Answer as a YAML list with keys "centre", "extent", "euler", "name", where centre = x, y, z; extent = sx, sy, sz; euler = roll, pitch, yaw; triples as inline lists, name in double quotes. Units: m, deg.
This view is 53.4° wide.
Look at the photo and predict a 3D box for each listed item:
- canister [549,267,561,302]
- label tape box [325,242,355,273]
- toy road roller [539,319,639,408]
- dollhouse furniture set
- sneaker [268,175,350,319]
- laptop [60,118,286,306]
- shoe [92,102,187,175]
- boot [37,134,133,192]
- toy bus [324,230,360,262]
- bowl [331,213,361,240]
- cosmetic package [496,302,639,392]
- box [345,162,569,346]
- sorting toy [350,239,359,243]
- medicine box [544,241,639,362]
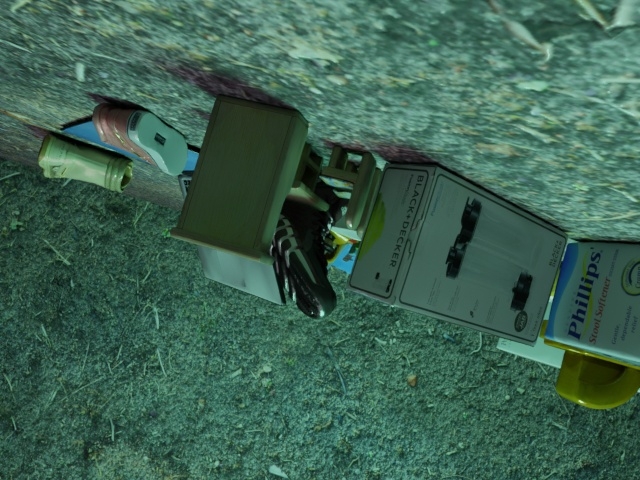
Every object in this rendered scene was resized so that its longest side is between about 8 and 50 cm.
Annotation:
- centre: [0.368, 0.064, 1.202]
  extent: [0.170, 0.073, 0.126]
  euler: [14, -176, 9]
  name: "canister"
- centre: [-0.062, 0.053, 1.754]
  extent: [0.348, 0.115, 0.249]
  euler: [20, 163, -7]
  name: "label tape box"
- centre: [0.587, 0.214, 1.213]
  extent: [0.330, 0.240, 0.202]
  euler: [16, 176, 6]
  name: "toy road roller"
- centre: [-0.059, -0.051, 0.777]
  extent: [0.212, 0.160, 0.242]
  euler: [15, 176, 17]
  name: "dollhouse furniture set"
- centre: [-0.001, -0.018, 0.931]
  extent: [0.163, 0.106, 0.281]
  euler: [-19, -132, -17]
  name: "sneaker"
- centre: [-0.296, -0.055, 1.246]
  extent: [0.236, 0.407, 0.382]
  euler: [-20, -164, -29]
  name: "laptop"
- centre: [-0.266, -0.153, 0.954]
  extent: [0.081, 0.063, 0.178]
  euler: [17, 171, 14]
  name: "shoe"
- centre: [-0.565, -0.179, 1.558]
  extent: [0.204, 0.095, 0.262]
  euler: [16, 172, -15]
  name: "boot"
- centre: [0.000, 0.004, 1.416]
  extent: [0.191, 0.104, 0.202]
  euler: [18, 163, 27]
  name: "toy bus"
- centre: [0.082, -0.030, 1.245]
  extent: [0.142, 0.053, 0.142]
  euler: [20, 173, -41]
  name: "bowl"
- centre: [0.639, 0.228, 1.531]
  extent: [0.366, 0.196, 0.155]
  euler: [10, 173, 46]
  name: "cosmetic package"
- centre: [0.185, 0.024, 0.815]
  extent: [0.290, 0.169, 0.087]
  euler: [18, 178, -38]
  name: "box"
- centre: [0.025, -0.029, 1.583]
  extent: [0.208, 0.038, 0.193]
  euler: [15, 175, 21]
  name: "sorting toy"
- centre: [0.500, 0.110, 0.824]
  extent: [0.264, 0.149, 0.289]
  euler: [18, 175, -21]
  name: "medicine box"
